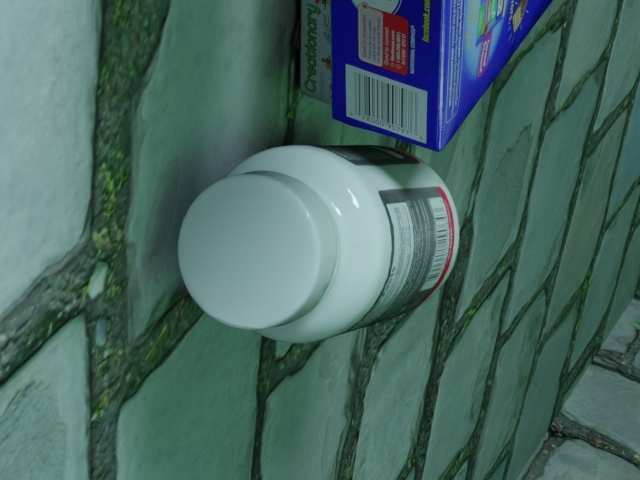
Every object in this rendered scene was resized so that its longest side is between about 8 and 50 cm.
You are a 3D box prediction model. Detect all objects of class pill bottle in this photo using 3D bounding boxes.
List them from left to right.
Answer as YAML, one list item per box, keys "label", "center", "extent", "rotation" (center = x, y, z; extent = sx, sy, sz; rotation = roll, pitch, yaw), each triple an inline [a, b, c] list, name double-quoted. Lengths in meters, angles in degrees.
- label: "pill bottle"
  center: [0.000, 0.000, 1.411]
  extent: [0.318, 0.176, 0.176]
  rotation: [-8, 119, -67]

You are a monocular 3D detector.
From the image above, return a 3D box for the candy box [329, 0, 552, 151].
- label: "candy box"
  center: [0.130, -0.281, 1.361]
  extent: [0.317, 0.122, 0.268]
  rotation: [-50, 152, -37]

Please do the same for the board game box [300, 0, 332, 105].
- label: "board game box"
  center: [0.077, -0.289, 1.473]
  extent: [0.305, 0.053, 0.193]
  rotation: [-50, 154, -39]
